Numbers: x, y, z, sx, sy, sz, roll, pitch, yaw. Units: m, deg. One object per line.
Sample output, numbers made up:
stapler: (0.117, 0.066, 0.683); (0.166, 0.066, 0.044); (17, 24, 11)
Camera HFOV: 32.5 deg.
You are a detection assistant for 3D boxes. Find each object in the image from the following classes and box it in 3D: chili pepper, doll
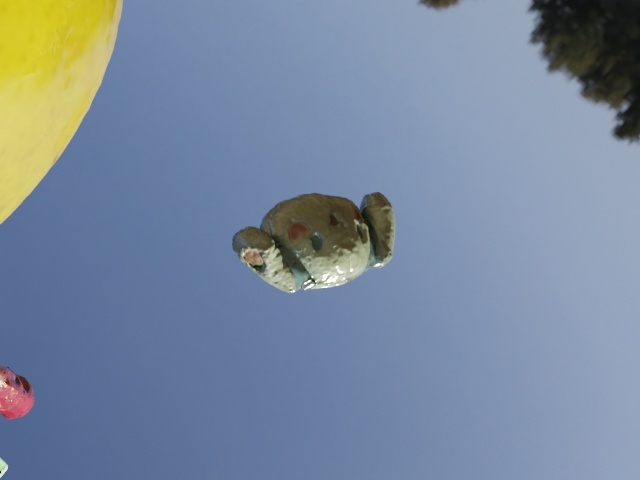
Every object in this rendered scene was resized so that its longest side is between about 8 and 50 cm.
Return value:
chili pepper: (-0.394, 0.185, 1.379); (0.050, 0.059, 0.268); (17, 161, 5)
doll: (0.000, 0.000, 1.129); (0.214, 0.071, 0.103); (-13, -105, -42)

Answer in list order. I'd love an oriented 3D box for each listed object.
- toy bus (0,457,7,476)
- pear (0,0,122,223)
toy bus: (-0.263, 0.142, 0.783); (0.083, 0.031, 0.037); (34, 162, 15)
pear: (-0.229, -0.100, 0.391); (0.285, 0.336, 0.284); (16, -110, -55)
